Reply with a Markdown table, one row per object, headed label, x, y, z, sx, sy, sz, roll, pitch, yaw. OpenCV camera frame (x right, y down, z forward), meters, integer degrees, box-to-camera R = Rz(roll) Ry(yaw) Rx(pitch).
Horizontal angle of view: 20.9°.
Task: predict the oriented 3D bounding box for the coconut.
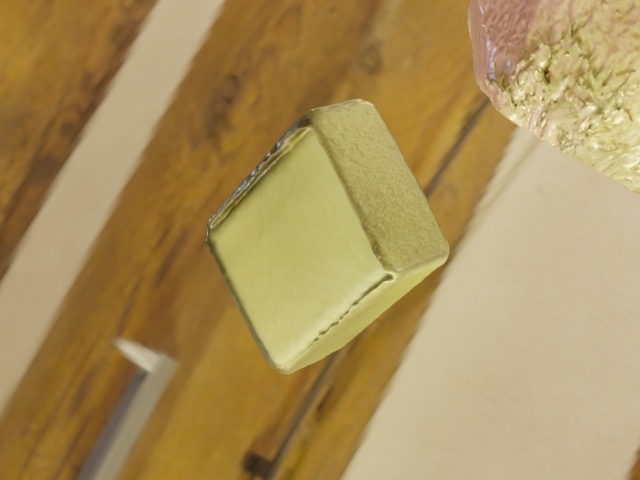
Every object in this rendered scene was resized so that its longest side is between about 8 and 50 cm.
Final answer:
| label | x | y | z | sx | sy | sz | roll | pitch | yaw |
| --- | --- | --- | --- | --- | --- | --- | --- | --- | --- |
| coconut | 0.233 | -0.170 | 1.215 | 0.245 | 0.233 | 0.233 | -58 | -141 | 15 |

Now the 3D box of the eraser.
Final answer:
| label | x | y | z | sx | sy | sz | roll | pitch | yaw |
| --- | --- | --- | --- | --- | --- | --- | --- | --- | --- |
| eraser | 0.000 | 0.000 | 1.089 | 0.117 | 0.058 | 0.172 | 61 | -34 | 11 |
